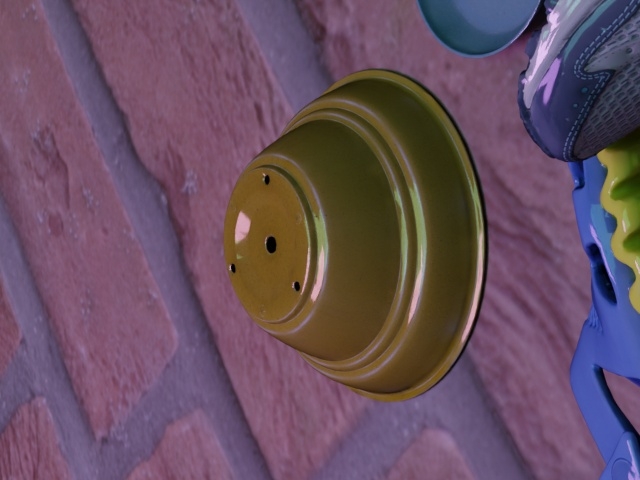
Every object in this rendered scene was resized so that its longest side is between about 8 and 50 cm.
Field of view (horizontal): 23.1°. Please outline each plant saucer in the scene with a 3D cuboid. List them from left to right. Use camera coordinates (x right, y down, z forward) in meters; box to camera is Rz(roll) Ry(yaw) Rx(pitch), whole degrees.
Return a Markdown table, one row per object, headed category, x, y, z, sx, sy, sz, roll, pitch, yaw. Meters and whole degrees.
| category | x | y | z | sx | sy | sz | roll | pitch | yaw |
| --- | --- | --- | --- | --- | --- | --- | --- | --- | --- |
| plant saucer | 0.097 | -0.165 | 0.903 | 0.119 | 0.021 | 0.119 | 7 | 99 | 53 |

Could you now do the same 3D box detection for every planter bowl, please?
| category | x | y | z | sx | sy | sz | roll | pitch | yaw |
| --- | --- | --- | --- | --- | --- | --- | --- | --- | --- |
| planter bowl | 0.000 | 0.000 | 0.998 | 0.217 | 0.090 | 0.217 | 8 | 100 | 54 |

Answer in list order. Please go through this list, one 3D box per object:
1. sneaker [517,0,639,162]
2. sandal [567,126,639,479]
| category | x | y | z | sx | sy | sz | roll | pitch | yaw |
| --- | --- | --- | --- | --- | --- | --- | --- | --- | --- |
| sneaker | 0.207 | -0.108 | 0.618 | 0.283 | 0.110 | 0.122 | -38 | 71 | 17 |
| sandal | 0.165 | 0.048 | 0.754 | 0.138 | 0.126 | 0.317 | -23 | 74 | 57 |
